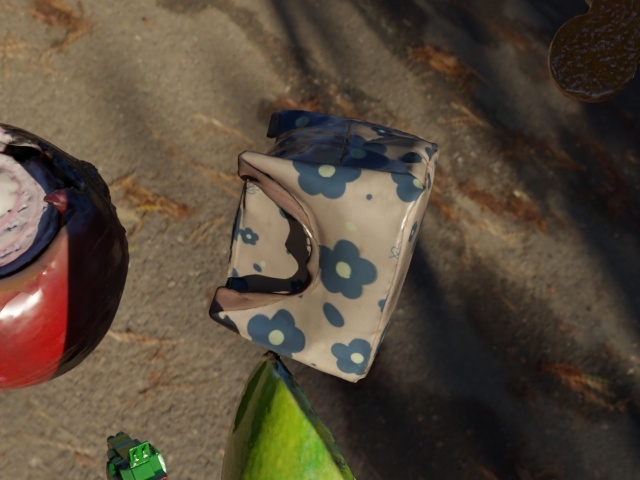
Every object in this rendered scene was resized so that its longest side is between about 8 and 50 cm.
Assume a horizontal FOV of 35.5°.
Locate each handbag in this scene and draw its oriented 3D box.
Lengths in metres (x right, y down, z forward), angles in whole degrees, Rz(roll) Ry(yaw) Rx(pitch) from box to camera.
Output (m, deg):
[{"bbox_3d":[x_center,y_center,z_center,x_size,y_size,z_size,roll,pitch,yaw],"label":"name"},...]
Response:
[{"bbox_3d":[0.000,0.000,1.046,0.193,0.251,0.190,19,27,7],"label":"handbag"}]

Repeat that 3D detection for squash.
[{"bbox_3d":[0.015,0.245,0.850,0.210,0.309,0.233,3,9,-15],"label":"squash"}]

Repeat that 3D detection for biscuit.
[{"bbox_3d":[0.426,-0.304,1.302,0.205,0.324,0.049,43,-4,10],"label":"biscuit"}]

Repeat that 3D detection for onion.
[{"bbox_3d":[-0.389,0.019,1.222,0.341,0.341,0.341,23,39,-20],"label":"onion"}]

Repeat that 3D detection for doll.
[{"bbox_3d":[-0.359,0.430,1.913,0.106,0.186,0.134,-23,104,-25],"label":"doll"}]
